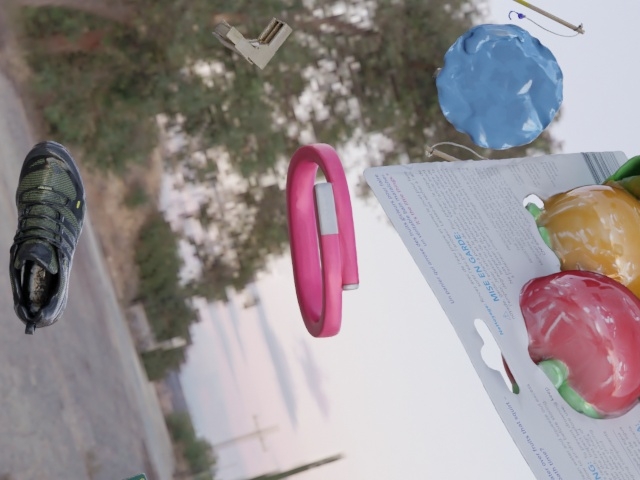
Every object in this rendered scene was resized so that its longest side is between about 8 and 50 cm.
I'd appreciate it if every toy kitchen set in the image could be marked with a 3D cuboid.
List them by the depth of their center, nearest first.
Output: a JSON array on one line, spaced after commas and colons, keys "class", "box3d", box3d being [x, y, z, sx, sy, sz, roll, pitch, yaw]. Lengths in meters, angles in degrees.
[{"class": "toy kitchen set", "box3d": [-0.104, -0.302, 1.770, 0.083, 0.075, 0.068, 40, -4, -42]}]

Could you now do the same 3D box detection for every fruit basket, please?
[{"class": "fruit basket", "box3d": [0.220, 0.072, 0.983, 0.165, 0.353, 0.327, -50, -119, 43]}]

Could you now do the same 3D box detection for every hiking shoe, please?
[{"class": "hiking shoe", "box3d": [-0.320, -0.004, 1.466, 0.114, 0.086, 0.227, -155, -112, -78]}]

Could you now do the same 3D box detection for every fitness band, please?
[{"class": "fitness band", "box3d": [0.000, 0.000, 1.861, 0.209, 0.054, 0.291, 164, -79, -75]}]

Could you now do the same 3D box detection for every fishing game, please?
[{"class": "fishing game", "box3d": [0.260, -0.225, 1.826, 0.041, 0.189, 0.264, -40, 152, -86]}]

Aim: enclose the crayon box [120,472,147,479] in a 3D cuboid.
[{"class": "crayon box", "box3d": [-0.265, 0.472, 1.336, 0.106, 0.313, 0.363, -31, -102, 38]}]
